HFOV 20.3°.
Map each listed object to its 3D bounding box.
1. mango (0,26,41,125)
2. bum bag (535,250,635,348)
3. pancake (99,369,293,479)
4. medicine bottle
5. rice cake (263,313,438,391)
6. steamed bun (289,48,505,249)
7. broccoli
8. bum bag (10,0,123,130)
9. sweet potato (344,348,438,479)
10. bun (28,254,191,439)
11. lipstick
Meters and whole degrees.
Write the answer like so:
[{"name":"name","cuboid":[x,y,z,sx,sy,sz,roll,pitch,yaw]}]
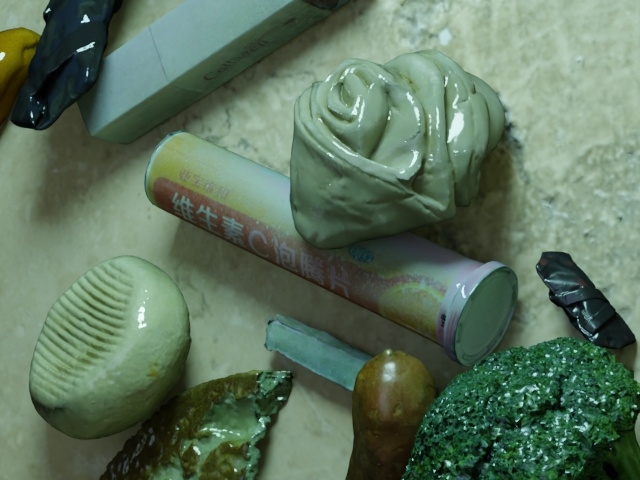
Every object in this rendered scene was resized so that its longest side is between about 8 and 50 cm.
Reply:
[{"name":"mango","cuboid":[-0.400,-0.191,2.114,0.084,0.105,0.159,33,98,11]},{"name":"bum bag","cuboid":[0.252,0.057,1.724,0.124,0.058,0.034,50,134,25]},{"name":"pancake","cuboid":[-0.144,0.285,1.937,0.376,0.054,0.197,-51,57,18]},{"name":"medicine bottle","cuboid":[0.000,0.000,1.856,0.426,0.108,0.108,25,97,33]},{"name":"rice cake","cuboid":[0.029,0.131,1.860,0.211,0.034,0.043,25,106,30]},{"name":"steamed bun","cuboid":[0.061,-0.112,1.758,0.218,0.144,0.211,-7,45,23]},{"name":"broccoli","cuboid":[0.199,0.231,1.634,0.308,0.275,0.308,-49,23,30]},{"name":"bum bag","cuboid":[-0.268,-0.257,2.017,0.137,0.074,0.310,-16,53,44]},{"name":"sweet potato","cuboid":[0.061,0.237,1.783,0.097,0.097,0.291,28,119,30]},{"name":"bun","cuboid":[-0.220,0.127,1.965,0.222,0.127,0.222,-35,40,35]},{"name":"lipstick","cuboid":[-0.108,-0.228,1.957,0.371,0.076,0.079,-31,69,26]}]
